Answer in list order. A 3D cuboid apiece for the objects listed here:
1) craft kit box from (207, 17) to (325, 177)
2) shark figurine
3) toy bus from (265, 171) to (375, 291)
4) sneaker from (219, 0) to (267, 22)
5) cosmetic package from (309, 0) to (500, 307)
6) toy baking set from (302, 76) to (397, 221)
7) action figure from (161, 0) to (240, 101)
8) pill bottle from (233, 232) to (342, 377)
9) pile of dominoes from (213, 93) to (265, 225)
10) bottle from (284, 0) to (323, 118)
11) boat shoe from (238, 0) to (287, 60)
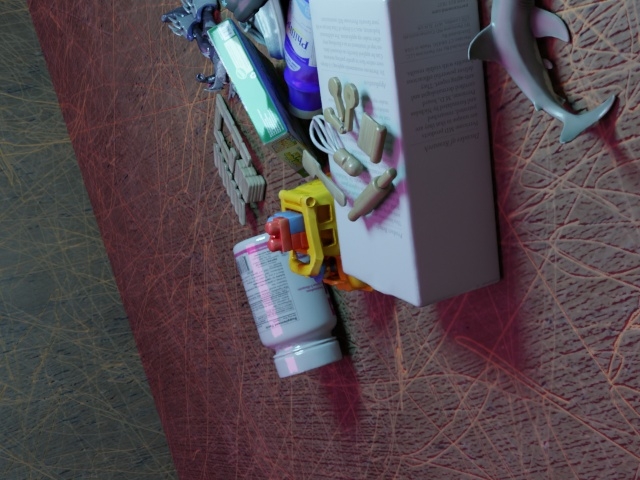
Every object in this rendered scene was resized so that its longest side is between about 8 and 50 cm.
[{"bbox_3d":[-0.096,-0.257,2.016,0.250,0.061,0.246,64,-168,17],"label":"craft kit box"},{"bbox_3d":[0.255,-0.231,1.417,0.166,0.116,0.278,-44,63,63],"label":"shark figurine"},{"bbox_3d":[0.000,0.000,1.949,0.149,0.211,0.220,16,120,59],"label":"toy bus"},{"bbox_3d":[-0.083,-0.492,1.824,0.106,0.267,0.101,40,-166,-5],"label":"sneaker"},{"bbox_3d":[0.128,-0.154,1.654,0.230,0.161,0.453,24,125,59],"label":"cosmetic package"},{"bbox_3d":[0.042,-0.129,1.629,0.197,0.030,0.256,68,154,19],"label":"toy baking set"},{"bbox_3d":[-0.227,-0.409,2.311,0.285,0.099,0.185,57,145,25],"label":"action figure"},{"bbox_3d":[-0.060,0.123,2.196,0.160,0.160,0.283,-26,81,64],"label":"pill bottle"},{"bbox_3d":[-0.185,-0.180,2.448,0.196,0.040,0.251,101,152,-44],"label":"pile of dominoes"},{"bbox_3d":[-0.011,-0.344,1.909,0.118,0.092,0.283,58,150,39],"label":"bottle"},{"bbox_3d":[-0.135,-0.457,2.043,0.118,0.103,0.320,65,-179,-68],"label":"boat shoe"}]
